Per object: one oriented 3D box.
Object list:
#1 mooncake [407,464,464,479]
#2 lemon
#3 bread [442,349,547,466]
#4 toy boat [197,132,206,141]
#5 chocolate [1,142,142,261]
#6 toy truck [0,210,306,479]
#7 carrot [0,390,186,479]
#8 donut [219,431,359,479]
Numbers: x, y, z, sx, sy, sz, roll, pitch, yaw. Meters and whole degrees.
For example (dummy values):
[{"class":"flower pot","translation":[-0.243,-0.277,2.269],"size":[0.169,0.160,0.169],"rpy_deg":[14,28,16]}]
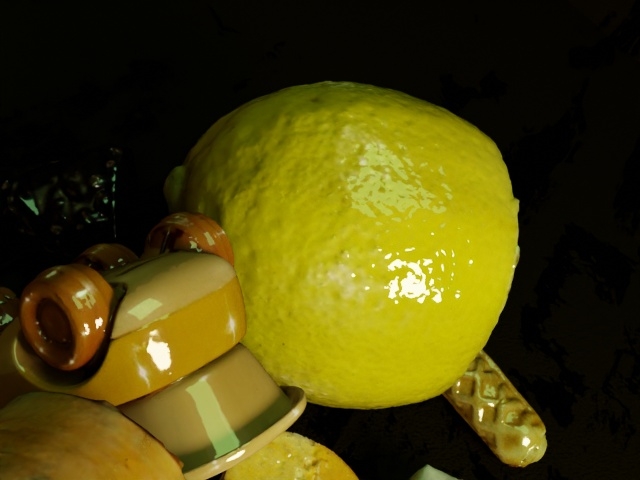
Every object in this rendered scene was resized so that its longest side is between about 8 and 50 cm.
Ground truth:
[{"class":"mooncake","translation":[0.133,0.320,1.001],"size":[0.130,0.073,0.125],"rpy_deg":[29,42,-11]},{"class":"lemon","translation":[0.000,0.000,1.004],"size":[0.364,0.364,0.364],"rpy_deg":[22,41,-21]},{"class":"bread","translation":[0.151,0.129,1.204],"size":[0.077,0.084,0.367],"rpy_deg":[-36,76,-10]},{"class":"toy boat","translation":[-0.110,-0.092,1.227],"size":[0.066,0.059,0.140],"rpy_deg":[-10,57,-31]},{"class":"chocolate","translation":[-0.266,-0.032,1.012],"size":[0.133,0.156,0.156],"rpy_deg":[1,44,1]},{"class":"toy truck","translation":[-0.171,0.104,0.831],"size":[0.204,0.288,0.211],"rpy_deg":[-28,97,-51]},{"class":"carrot","translation":[-0.224,0.249,0.584],"size":[0.224,0.224,0.340],"rpy_deg":[38,32,-1]},{"class":"donut","translation":[-0.025,0.279,0.916],"size":[0.190,0.074,0.174],"rpy_deg":[45,39,14]}]
